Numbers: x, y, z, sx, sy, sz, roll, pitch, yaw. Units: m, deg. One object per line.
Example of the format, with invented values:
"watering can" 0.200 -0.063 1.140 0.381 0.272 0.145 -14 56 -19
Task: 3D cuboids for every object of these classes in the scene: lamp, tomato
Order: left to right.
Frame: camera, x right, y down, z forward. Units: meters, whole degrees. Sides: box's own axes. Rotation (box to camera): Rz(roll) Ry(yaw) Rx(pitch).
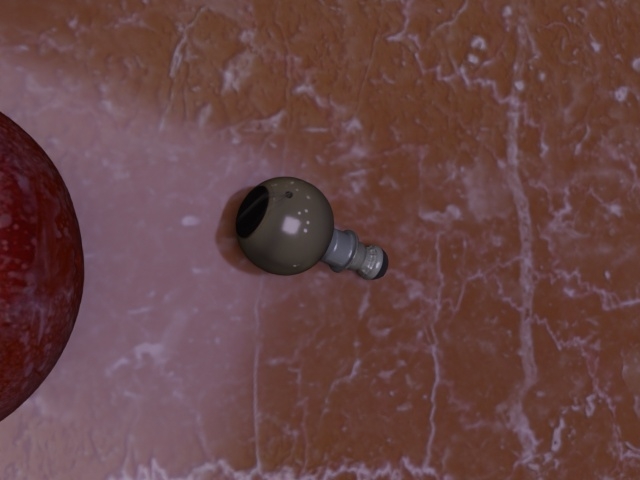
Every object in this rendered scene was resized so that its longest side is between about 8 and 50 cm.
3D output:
"tomato" -0.303 0.023 0.622 0.270 0.227 0.270 0 78 -2
"lamp" 0.000 0.000 0.812 0.163 0.091 0.091 22 81 -34
